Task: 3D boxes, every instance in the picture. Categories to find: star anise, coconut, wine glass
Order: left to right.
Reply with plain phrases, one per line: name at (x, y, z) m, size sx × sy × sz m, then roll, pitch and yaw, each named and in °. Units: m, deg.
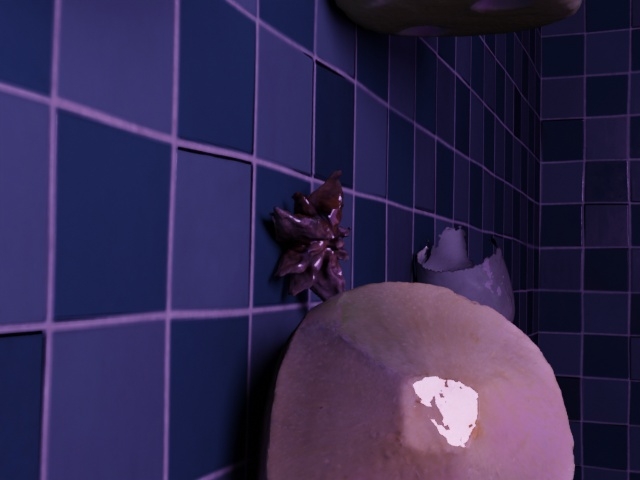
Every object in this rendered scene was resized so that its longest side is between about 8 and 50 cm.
star anise at (0.000, 0.012, 0.757) m, size 0.124 × 0.056 × 0.129 m, roll -34°, pitch 119°, yaw -50°
coconut at (0.069, 0.150, 0.665) m, size 0.259 × 0.259 × 0.259 m, roll 0°, pitch 90°, yaw -68°
wine glass at (0.223, 0.138, 1.209) m, size 0.143 × 0.143 × 0.321 m, roll -61°, pitch 145°, yaw -50°

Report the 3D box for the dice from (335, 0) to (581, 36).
dice at (0.149, -0.357, 0.871) m, size 0.254 × 0.249 × 0.252 m, roll -3°, pitch 93°, yaw -68°
